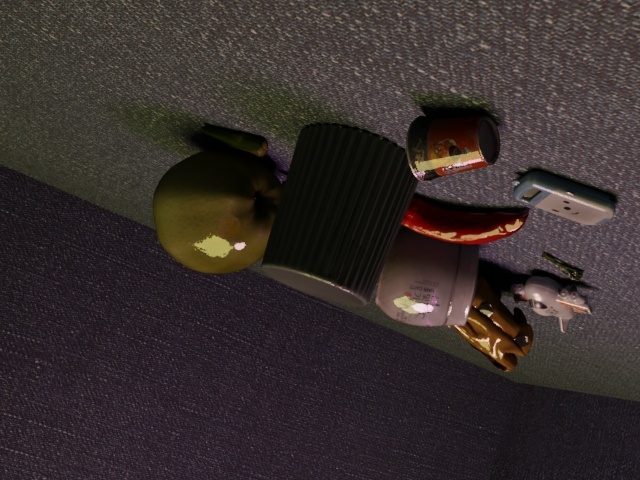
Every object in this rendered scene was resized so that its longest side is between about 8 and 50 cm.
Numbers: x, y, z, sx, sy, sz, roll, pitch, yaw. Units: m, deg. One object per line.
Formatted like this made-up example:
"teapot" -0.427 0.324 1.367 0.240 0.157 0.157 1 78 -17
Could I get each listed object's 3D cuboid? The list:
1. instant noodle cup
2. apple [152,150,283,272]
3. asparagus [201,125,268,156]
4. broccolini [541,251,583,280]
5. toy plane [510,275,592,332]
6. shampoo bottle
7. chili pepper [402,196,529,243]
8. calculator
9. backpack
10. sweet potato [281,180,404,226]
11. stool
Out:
"instant noodle cup" 0.242 -0.171 1.254 0.136 0.127 0.127 -2 156 39
"apple" -0.261 -0.075 1.876 0.357 0.357 0.357 19 167 5
"asparagus" -0.216 -0.251 1.742 0.178 0.041 0.045 17 158 17
"broccolini" 0.637 0.066 1.832 0.140 0.030 0.035 30 155 -23
"toy plane" 0.673 0.179 2.034 0.245 0.117 0.244 19 168 4
"shampoo bottle" 0.296 0.102 1.919 0.266 0.273 0.273 11 166 9
"chili pepper" 0.323 -0.057 1.694 0.369 0.092 0.137 9 136 26
"calculator" 0.484 -0.085 1.403 0.210 0.039 0.121 20 165 1
"backpack" 0.494 0.225 2.179 0.353 0.201 0.378 43 -176 -15
"sweet potato" 0.061 -0.079 1.891 0.359 0.112 0.112 13 166 15
"stool" 0.037 -0.048 1.563 0.297 0.330 0.297 19 167 5
